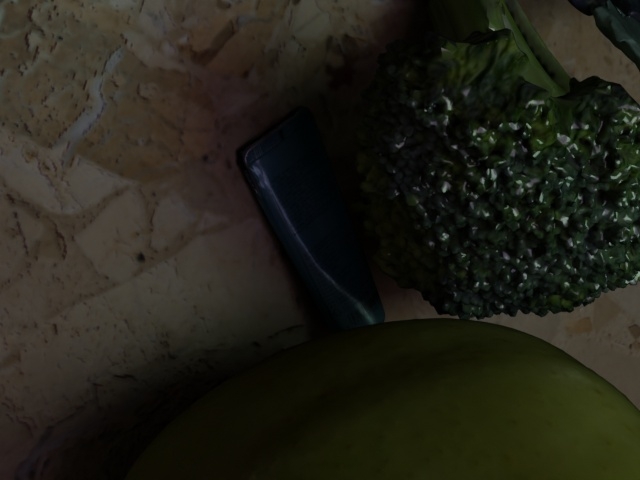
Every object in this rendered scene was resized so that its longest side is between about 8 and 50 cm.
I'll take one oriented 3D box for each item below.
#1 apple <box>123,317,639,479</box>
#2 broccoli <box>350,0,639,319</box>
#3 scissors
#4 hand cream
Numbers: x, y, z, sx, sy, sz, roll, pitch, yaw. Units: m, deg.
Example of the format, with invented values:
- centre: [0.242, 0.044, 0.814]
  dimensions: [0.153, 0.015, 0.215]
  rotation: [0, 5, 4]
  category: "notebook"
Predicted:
- centre: [0.066, 0.284, 1.271]
  dimensions: [0.474, 0.473, 0.473]
  rotation: [-14, 112, -39]
  category: "apple"
- centre: [0.133, -0.064, 1.370]
  dimensions: [0.249, 0.302, 0.375]
  rotation: [-51, 147, 13]
  category: "broccoli"
- centre: [0.274, -0.160, 1.403]
  dimensions: [0.256, 0.383, 0.029]
  rotation: [15, 126, -45]
  category: "scissors"
- centre: [0.000, 0.000, 1.403]
  dimensions: [0.083, 0.048, 0.224]
  rotation: [-38, 119, -28]
  category: "hand cream"
